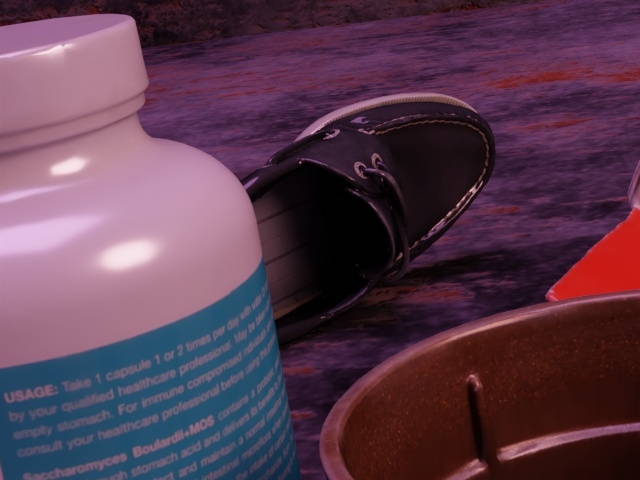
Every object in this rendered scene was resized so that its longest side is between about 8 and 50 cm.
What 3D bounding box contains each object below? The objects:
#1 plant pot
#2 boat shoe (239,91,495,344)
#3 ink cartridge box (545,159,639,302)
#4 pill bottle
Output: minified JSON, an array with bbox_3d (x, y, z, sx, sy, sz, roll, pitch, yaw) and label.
[{"bbox_3d":[0.095,0.115,0.386,0.167,0.165,0.167,-9,16,3],"label":"plant pot"},{"bbox_3d":[-0.001,-0.004,0.936,0.340,0.127,0.113,-20,20,-28],"label":"boat shoe"},{"bbox_3d":[0.258,0.023,0.601,0.275,0.060,0.239,28,28,18],"label":"ink cartridge box"},{"bbox_3d":[-0.082,0.063,0.486,0.146,0.264,0.146,-8,16,2],"label":"pill bottle"}]
